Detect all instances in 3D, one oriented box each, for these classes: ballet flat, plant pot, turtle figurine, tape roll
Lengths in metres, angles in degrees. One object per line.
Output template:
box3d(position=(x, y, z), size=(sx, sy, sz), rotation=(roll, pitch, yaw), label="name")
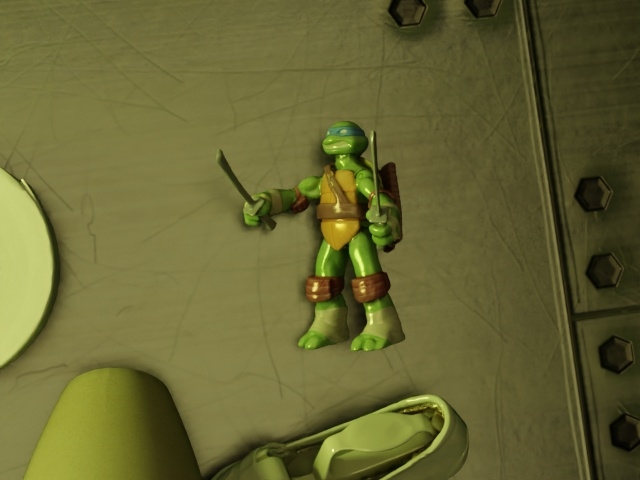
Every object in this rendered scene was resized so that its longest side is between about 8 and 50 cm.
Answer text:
box3d(position=(-0.012, 0.277, 1.657), size=(0.400, 0.139, 0.139), rotation=(-21, 89, -8), label="ballet flat")
box3d(position=(-0.234, 0.290, 1.573), size=(0.256, 0.256, 0.274), rotation=(0, 52, -6), label="plant pot")
box3d(position=(0.000, 0.000, 1.638), size=(0.197, 0.274, 0.266), rotation=(-6, 96, 9), label="turtle figurine")
box3d(position=(-0.450, 0.032, 1.646), size=(0.286, 0.100, 0.286), rotation=(0, 86, -6), label="tape roll")
